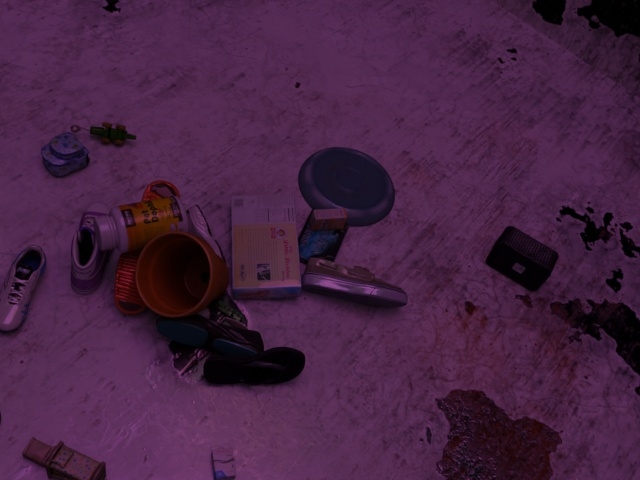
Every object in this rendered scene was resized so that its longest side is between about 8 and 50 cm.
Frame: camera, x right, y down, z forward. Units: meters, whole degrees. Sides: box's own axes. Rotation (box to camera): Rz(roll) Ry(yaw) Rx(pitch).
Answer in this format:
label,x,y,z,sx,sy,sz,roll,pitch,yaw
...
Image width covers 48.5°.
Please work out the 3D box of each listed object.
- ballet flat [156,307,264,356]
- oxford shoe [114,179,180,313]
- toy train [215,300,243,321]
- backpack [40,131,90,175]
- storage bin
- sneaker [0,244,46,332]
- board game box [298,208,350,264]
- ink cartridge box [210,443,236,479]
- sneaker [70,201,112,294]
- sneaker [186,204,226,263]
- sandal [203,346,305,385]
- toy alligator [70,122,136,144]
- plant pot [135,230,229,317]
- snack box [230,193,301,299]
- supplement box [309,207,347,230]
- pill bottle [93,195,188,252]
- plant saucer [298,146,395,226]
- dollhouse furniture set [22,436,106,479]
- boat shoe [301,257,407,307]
label,x,y,z,sx,sy,sz,roll,pitch,yaw
ballet flat,-0.276,0.231,1.804,0.280,0.095,0.096,22,41,-12
oxford shoe,-0.459,0.027,1.885,0.129,0.132,0.364,21,69,-17
toy train,-0.243,0.189,1.883,0.083,0.017,0.024,33,63,8
backpack,-0.730,-0.247,2.018,0.105,0.084,0.114,43,58,19
storage bin,0.612,0.056,2.160,0.180,0.122,0.084,32,52,8
sneaker,-0.745,0.113,1.751,0.085,0.086,0.237,13,54,-9
board game box,0.000,0.000,2.085,0.126,0.026,0.186,23,52,2
ink cartridge box,-0.226,0.510,1.646,0.048,0.028,0.083,-3,55,-18
sneaker,-0.587,-0.017,1.845,0.102,0.161,0.282,4,53,-12
sneaker,-0.327,0.030,1.936,0.108,0.100,0.272,-26,61,-14
sandal,-0.160,0.324,1.758,0.254,0.097,0.054,-6,23,-9
toy alligator,-0.645,-0.324,2.123,0.189,0.056,0.051,7,11,-9
plant pot,-0.323,0.086,1.771,0.205,0.188,0.205,-1,85,17
snack box,-0.156,0.012,1.995,0.187,0.060,0.322,-2,55,-5
supplement box,0.022,-0.061,2.078,0.098,0.062,0.036,-4,58,-17
pill bottle,-0.446,-0.037,1.766,0.214,0.117,0.117,-14,60,-26
plant saucer,0.088,-0.183,2.235,0.317,0.044,0.318,8,52,-10
dollhouse furniture set,-0.575,0.513,1.496,0.181,0.101,0.161,24,52,2
boat shoe,0.099,0.115,1.970,0.302,0.109,0.094,13,70,-4
